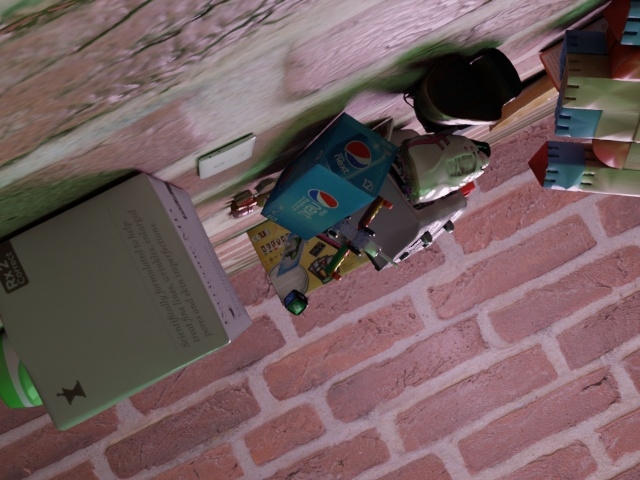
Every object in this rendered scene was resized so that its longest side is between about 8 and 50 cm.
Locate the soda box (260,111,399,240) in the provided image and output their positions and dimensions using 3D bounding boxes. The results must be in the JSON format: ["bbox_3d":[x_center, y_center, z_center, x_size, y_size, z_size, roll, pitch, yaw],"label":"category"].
[{"bbox_3d":[0.003,-0.063,0.857,0.067,0.071,0.210,-64,-167,-19],"label":"soda box"}]

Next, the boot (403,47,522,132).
[{"bbox_3d":[0.131,-0.137,0.807,0.106,0.082,0.219,-32,178,36],"label":"boot"}]

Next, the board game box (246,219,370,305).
[{"bbox_3d":[0.000,0.000,1.499,0.243,0.165,0.042,-27,178,5],"label":"board game box"}]

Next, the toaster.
[{"bbox_3d":[0.104,-0.067,1.104,0.110,0.185,0.168,-40,169,34],"label":"toaster"}]

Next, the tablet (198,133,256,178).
[{"bbox_3d":[-0.084,-0.074,0.691,0.054,0.006,0.083,-26,178,-10],"label":"tablet"}]

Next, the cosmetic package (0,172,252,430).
[{"bbox_3d":[-0.165,0.048,0.665,0.152,0.151,0.183,-27,179,-1],"label":"cosmetic package"}]

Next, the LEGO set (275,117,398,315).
[{"bbox_3d":[0.026,-0.019,0.966,0.182,0.060,0.244,-29,-144,44],"label":"LEGO set"}]

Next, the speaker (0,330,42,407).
[{"bbox_3d":[-0.332,0.152,1.158,0.297,0.131,0.131,-17,176,-12],"label":"speaker"}]

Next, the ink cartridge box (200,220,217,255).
[{"bbox_3d":[-0.242,0.060,0.916,0.209,0.086,0.153,-27,178,18],"label":"ink cartridge box"}]

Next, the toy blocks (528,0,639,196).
[{"bbox_3d":[0.413,-0.189,0.962,0.261,0.190,0.381,6,140,9],"label":"toy blocks"}]

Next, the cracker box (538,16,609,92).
[{"bbox_3d":[0.436,-0.291,1.070,0.232,0.067,0.156,-29,178,29],"label":"cracker box"}]

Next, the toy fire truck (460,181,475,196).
[{"bbox_3d":[0.194,-0.114,1.482,0.047,0.135,0.192,-26,177,-39],"label":"toy fire truck"}]

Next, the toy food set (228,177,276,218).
[{"bbox_3d":[-0.088,-0.052,1.019,0.078,0.019,0.122,-27,178,0],"label":"toy food set"}]

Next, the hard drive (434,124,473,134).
[{"bbox_3d":[0.250,-0.207,1.481,0.094,0.022,0.135,-26,177,-34],"label":"hard drive"}]

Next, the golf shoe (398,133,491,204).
[{"bbox_3d":[0.135,-0.087,0.829,0.086,0.067,0.186,-8,-167,22],"label":"golf shoe"}]

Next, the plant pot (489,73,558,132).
[{"bbox_3d":[0.410,-0.277,1.427,0.236,0.032,0.236,-32,177,-2],"label":"plant pot"}]
